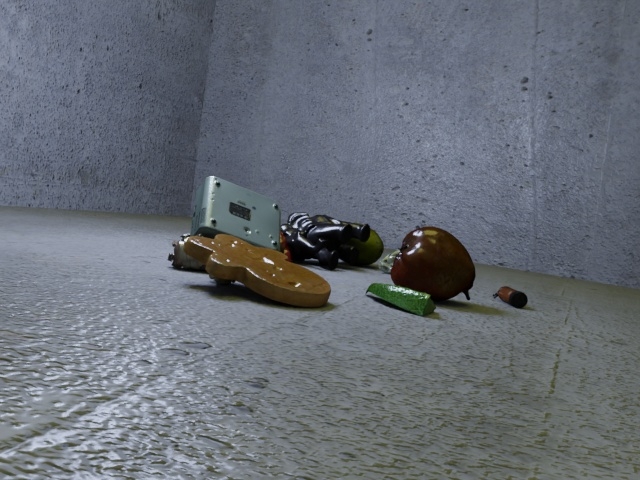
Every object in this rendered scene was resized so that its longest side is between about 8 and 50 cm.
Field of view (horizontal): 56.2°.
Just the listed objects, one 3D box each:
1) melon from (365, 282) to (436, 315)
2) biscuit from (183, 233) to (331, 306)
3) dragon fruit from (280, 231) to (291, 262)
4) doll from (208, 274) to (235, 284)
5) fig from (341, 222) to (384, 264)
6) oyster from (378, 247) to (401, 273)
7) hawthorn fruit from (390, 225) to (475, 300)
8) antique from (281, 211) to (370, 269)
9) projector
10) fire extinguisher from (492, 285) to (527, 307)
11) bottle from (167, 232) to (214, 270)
[{"bbox_3d":[0.195,0.137,1.490,0.114,0.053,0.262,14,-1,-34],"label":"melon"},{"bbox_3d":[-0.140,0.070,1.381,0.355,0.052,0.275,24,14,21],"label":"biscuit"},{"bbox_3d":[-0.237,0.001,1.914,0.205,0.151,0.317,4,6,-33],"label":"dragon fruit"},{"bbox_3d":[-0.241,0.091,1.461,0.062,0.051,0.093,3,-24,-18],"label":"doll"},{"bbox_3d":[0.147,0.020,2.382,0.191,0.180,0.181,-18,9,-10],"label":"fig"},{"bbox_3d":[0.368,0.095,2.230,0.268,0.112,0.198,17,27,19],"label":"oyster"},{"bbox_3d":[0.323,0.082,1.657,0.248,0.208,0.208,32,0,-8],"label":"hawthorn fruit"},{"bbox_3d":[0.000,0.000,2.200,0.255,0.185,0.322,14,13,30],"label":"antique"},{"bbox_3d":[-0.241,-0.053,1.745,0.251,0.198,0.108,23,-44,-27],"label":"projector"},{"bbox_3d":[0.573,0.169,1.821,0.062,0.050,0.177,-31,3,0],"label":"fire extinguisher"},{"bbox_3d":[-0.334,0.034,1.618,0.152,0.098,0.099,6,4,-11],"label":"bottle"}]
